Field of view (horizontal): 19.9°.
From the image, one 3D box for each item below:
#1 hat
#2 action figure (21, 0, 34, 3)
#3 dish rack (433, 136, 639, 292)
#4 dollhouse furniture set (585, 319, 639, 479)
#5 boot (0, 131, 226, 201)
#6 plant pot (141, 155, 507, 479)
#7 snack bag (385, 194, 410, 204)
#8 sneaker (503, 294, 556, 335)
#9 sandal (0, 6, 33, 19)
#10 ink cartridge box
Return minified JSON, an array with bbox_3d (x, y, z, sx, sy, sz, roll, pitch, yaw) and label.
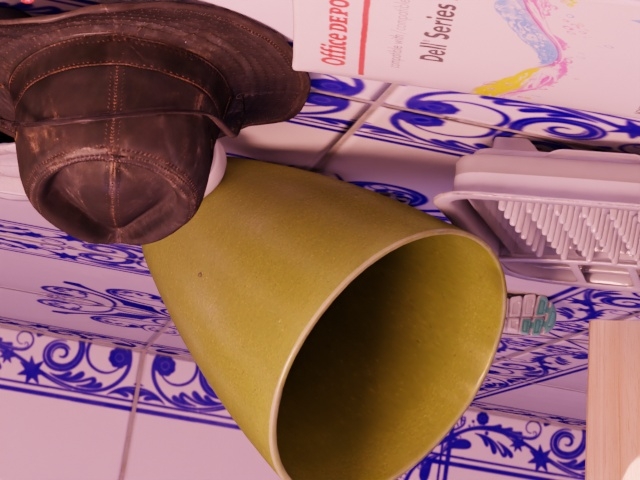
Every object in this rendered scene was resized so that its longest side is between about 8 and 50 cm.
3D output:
[{"bbox_3d":[-0.156,-0.071,1.444,0.331,0.134,0.331,-2,164,-1],"label":"hat"},{"bbox_3d":[-0.246,-0.170,1.115,0.091,0.139,0.280,-29,160,6],"label":"action figure"},{"bbox_3d":[0.269,-0.020,1.631,0.285,0.072,0.333,6,169,19],"label":"dish rack"},{"bbox_3d":[0.447,0.153,1.478,0.394,0.362,0.256,0,177,35],"label":"dollhouse furniture set"},{"bbox_3d":[-0.223,-0.084,1.646,0.258,0.095,0.123,-1,160,17],"label":"boot"},{"bbox_3d":[-0.028,0.047,1.684,0.293,0.275,0.274,35,-172,38],"label":"plant pot"},{"bbox_3d":[0.000,0.000,2.040,0.342,0.037,0.323,3,167,28],"label":"snack bag"},{"bbox_3d":[0.209,0.093,2.285,0.166,0.065,0.076,10,173,1],"label":"sneaker"},{"bbox_3d":[-0.288,-0.146,1.518,0.097,0.055,0.254,6,162,-26],"label":"sandal"},{"bbox_3d":[0.093,-0.154,0.958,0.353,0.119,0.207,8,169,2],"label":"ink cartridge box"}]
